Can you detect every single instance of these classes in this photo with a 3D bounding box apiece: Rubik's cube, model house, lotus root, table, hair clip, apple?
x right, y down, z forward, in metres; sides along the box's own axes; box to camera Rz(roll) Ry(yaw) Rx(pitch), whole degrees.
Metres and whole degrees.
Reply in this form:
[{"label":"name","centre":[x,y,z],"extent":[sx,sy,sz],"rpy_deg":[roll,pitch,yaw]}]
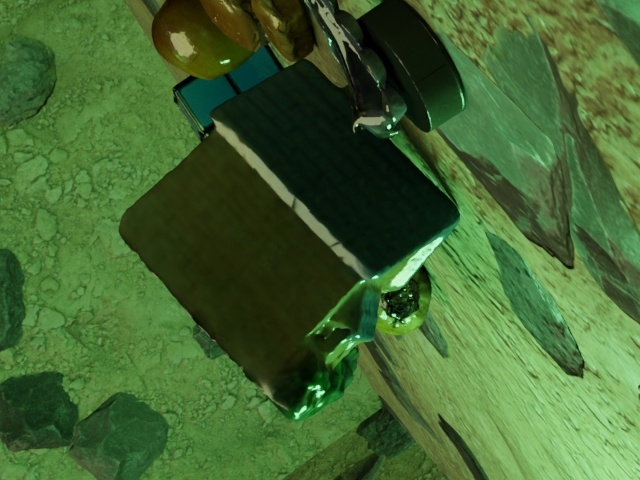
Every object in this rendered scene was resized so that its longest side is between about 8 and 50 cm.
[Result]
[{"label":"Rubik's cube","centre":[-0.125,-0.209,2.234],"extent":[0.183,0.167,0.180],"rpy_deg":[57,175,-3]},{"label":"model house","centre":[0.000,0.000,1.770],"extent":[0.334,0.342,0.382],"rpy_deg":[45,-179,11]},{"label":"lotus root","centre":[0.113,0.079,2.187],"extent":[0.138,0.138,0.214],"rpy_deg":[55,-175,-3]},{"label":"table","centre":[0.087,-0.172,1.345],"extent":[0.133,0.043,0.133],"rpy_deg":[55,174,8]},{"label":"hair clip","centre":[0.020,-0.186,1.370],"extent":[0.195,0.052,0.124],"rpy_deg":[61,169,0]},{"label":"apple","centre":[-0.168,-0.311,2.041],"extent":[0.147,0.163,0.146],"rpy_deg":[45,-140,-4]}]

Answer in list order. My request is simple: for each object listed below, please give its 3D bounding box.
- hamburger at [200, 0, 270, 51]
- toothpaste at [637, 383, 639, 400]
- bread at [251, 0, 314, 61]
[{"label":"hamburger","centre":[-0.117,-0.336,1.891],"extent":[0.147,0.083,0.138],"rpy_deg":[45,165,44]},{"label":"toothpaste","centre":[0.340,0.174,1.379],"extent":[0.083,0.019,0.027],"rpy_deg":[54,158,-24]},{"label":"bread","centre":[-0.048,-0.281,1.771],"extent":[0.074,0.053,0.132],"rpy_deg":[54,176,16]}]
